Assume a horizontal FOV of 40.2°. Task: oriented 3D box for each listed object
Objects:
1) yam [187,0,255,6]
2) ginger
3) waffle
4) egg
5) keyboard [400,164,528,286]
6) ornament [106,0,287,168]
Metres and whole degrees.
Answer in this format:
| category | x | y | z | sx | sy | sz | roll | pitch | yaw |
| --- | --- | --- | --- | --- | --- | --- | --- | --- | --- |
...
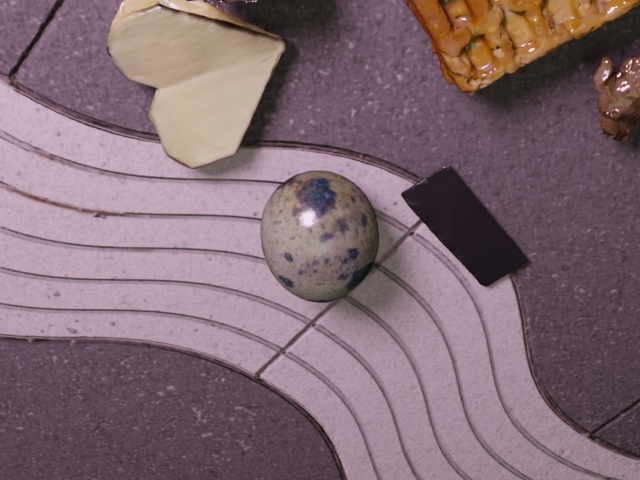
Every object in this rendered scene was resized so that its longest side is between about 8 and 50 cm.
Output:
| category | x | y | z | sx | sy | sz | roll | pitch | yaw |
| --- | --- | --- | --- | --- | --- | --- | --- | --- | --- |
| yam | -0.101 | -0.346 | 0.781 | 0.131 | 0.131 | 0.279 | -15 | 128 | 8 |
| ginger | 0.442 | -0.193 | 0.951 | 0.290 | 0.084 | 0.122 | -21 | 119 | 12 |
| waffle | 0.163 | -0.317 | 0.838 | 0.224 | 0.098 | 0.327 | -23 | 124 | 16 |
| egg | 0.000 | 0.000 | 1.045 | 0.141 | 0.141 | 0.181 | -4 | 136 | 0 |
| keyboard | 0.186 | -0.016 | 1.117 | 0.074 | 0.015 | 0.196 | -36 | 121 | 17 |
| ornament | -0.120 | -0.184 | 0.951 | 0.180 | 0.059 | 0.201 | -17 | 129 | 8 |
